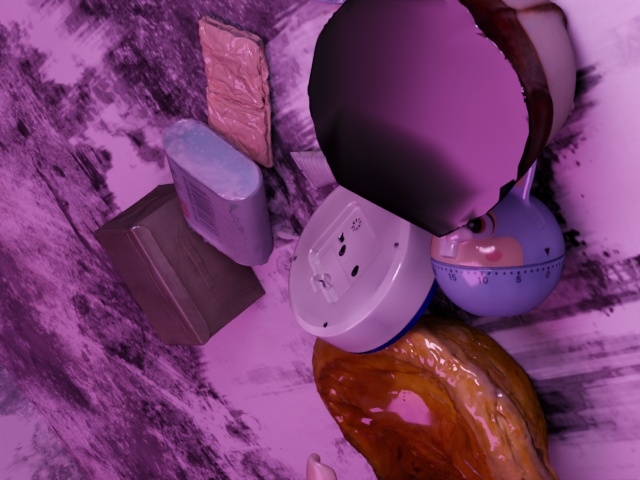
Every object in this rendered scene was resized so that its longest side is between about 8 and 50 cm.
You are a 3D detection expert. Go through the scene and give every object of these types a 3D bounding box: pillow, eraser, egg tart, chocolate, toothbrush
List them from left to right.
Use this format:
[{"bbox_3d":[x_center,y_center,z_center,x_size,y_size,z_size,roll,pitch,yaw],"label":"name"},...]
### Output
[{"bbox_3d":[-0.150,-0.067,2.142,0.174,0.081,0.227,35,160,17],"label":"eraser"},{"bbox_3d":[-0.117,-0.207,2.026,0.126,0.043,0.232,28,142,28],"label":"pillow"},{"bbox_3d":[-0.001,0.001,2.120,0.194,0.017,0.014,14,133,48],"label":"toothbrush"},{"bbox_3d":[0.179,0.246,1.977,0.443,0.178,0.443,37,152,24],"label":"egg tart"},{"bbox_3d":[0.150,-0.165,1.521,0.284,0.186,0.283,16,116,36],"label":"chocolate"}]

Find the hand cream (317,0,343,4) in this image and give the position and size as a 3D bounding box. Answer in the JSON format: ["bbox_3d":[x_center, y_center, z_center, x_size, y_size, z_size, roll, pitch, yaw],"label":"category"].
[{"bbox_3d":[-0.033,-0.389,1.678,0.088,0.055,0.256,16,138,36],"label":"hand cream"}]

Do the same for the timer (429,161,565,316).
[{"bbox_3d":[0.192,-0.027,1.661,0.175,0.175,0.255,13,132,49],"label":"timer"}]

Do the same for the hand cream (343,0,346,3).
[{"bbox_3d":[0.060,-0.295,1.661,0.111,0.070,0.312,21,148,40],"label":"hand cream"}]

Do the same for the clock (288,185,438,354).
[{"bbox_3d":[0.056,0.028,1.847,0.083,0.230,0.230,25,166,-33],"label":"clock"}]

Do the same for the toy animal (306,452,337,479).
[{"bbox_3d":[0.084,0.433,1.996,0.213,0.195,0.256,17,-179,-33],"label":"toy animal"}]

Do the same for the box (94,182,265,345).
[{"bbox_3d":[-0.230,0.037,2.357,0.155,0.149,0.231,-7,118,57],"label":"box"}]

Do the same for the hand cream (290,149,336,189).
[{"bbox_3d":[0.021,-0.103,1.951,0.067,0.042,0.194,52,158,-17],"label":"hand cream"}]
